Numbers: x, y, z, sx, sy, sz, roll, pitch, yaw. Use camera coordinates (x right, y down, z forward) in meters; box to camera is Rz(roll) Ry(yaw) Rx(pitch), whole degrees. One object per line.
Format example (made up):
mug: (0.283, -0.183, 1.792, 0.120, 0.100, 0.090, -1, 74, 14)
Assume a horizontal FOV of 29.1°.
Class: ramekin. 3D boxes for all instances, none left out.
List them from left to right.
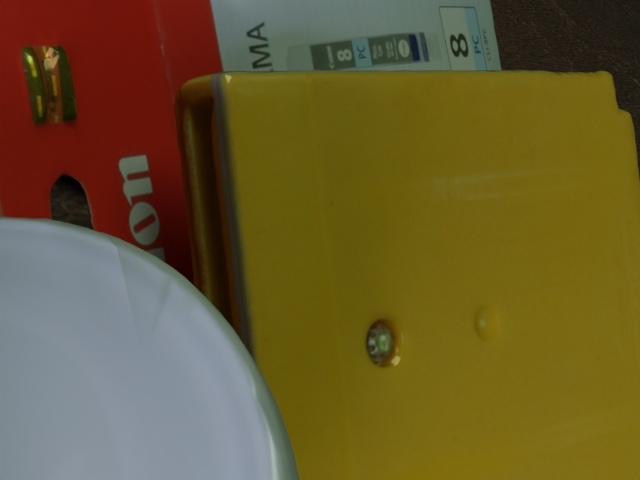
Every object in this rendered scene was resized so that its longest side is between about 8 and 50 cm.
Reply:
ramekin: (-0.122, 0.133, 0.394, 0.273, 0.273, 0.127, 61, -3, 42)

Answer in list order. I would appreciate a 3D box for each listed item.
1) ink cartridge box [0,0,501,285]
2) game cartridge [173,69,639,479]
ink cartridge box: (0.000, 0.000, 0.693, 0.385, 0.091, 0.308, -15, 96, -56)
game cartridge: (0.076, 0.047, 0.694, 0.324, 0.053, 0.285, -6, 90, -41)
